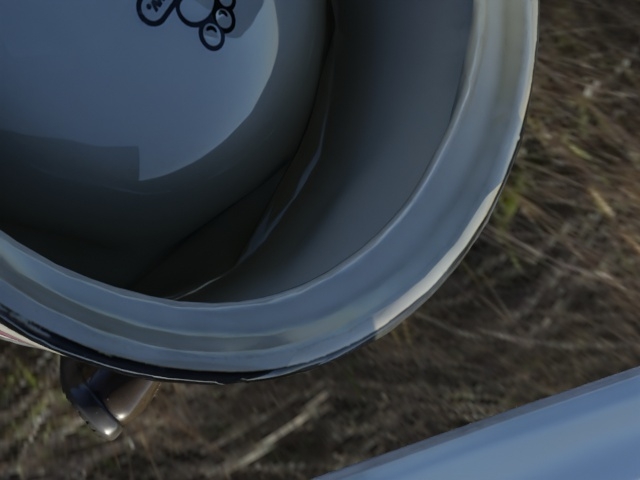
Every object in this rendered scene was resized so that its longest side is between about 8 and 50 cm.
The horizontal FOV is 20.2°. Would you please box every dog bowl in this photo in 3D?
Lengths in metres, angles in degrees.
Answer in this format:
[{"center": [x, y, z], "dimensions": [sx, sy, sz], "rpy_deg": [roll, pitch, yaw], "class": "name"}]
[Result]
[{"center": [-0.097, -0.130, 0.842], "dimensions": [0.408, 0.150, 0.408], "rpy_deg": [8, 76, -35], "class": "dog bowl"}]

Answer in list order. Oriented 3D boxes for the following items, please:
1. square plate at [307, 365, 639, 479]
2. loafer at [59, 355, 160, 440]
[{"center": [0.022, 0.218, 0.649], "dimensions": [0.347, 0.049, 0.344], "rpy_deg": [-13, 126, -37], "class": "square plate"}, {"center": [-0.147, 0.066, 1.331], "dimensions": [0.078, 0.220, 0.080], "rpy_deg": [-32, 121, 6], "class": "loafer"}]
